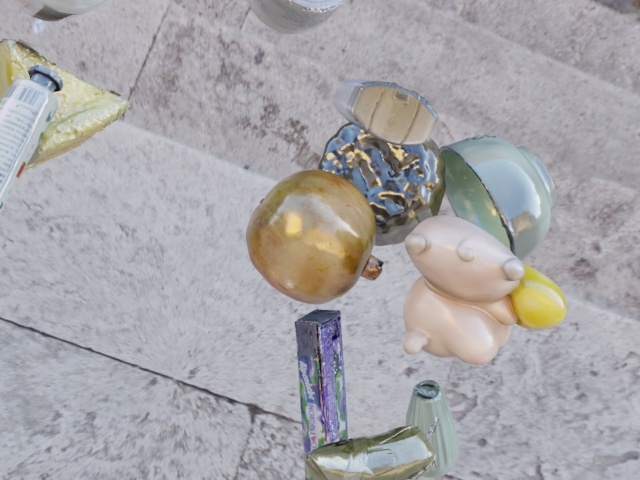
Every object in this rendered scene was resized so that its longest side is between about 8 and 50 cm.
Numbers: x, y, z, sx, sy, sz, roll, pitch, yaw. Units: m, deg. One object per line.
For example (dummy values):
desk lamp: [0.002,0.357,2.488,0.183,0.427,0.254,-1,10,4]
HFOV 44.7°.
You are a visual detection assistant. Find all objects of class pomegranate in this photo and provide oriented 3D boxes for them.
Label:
pomegranate: [0.000,0.000,1.469,0.270,0.252,0.229,35,117,-5]

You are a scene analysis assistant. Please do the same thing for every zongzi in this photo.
zongzi: [0.075,0.265,0.984,0.189,0.178,0.081,-24,55,-5]

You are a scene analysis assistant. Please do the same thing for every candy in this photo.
candy: [0.004,0.277,1.361,0.061,0.088,0.312,3,101,31]

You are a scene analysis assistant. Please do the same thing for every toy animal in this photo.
toy animal: [0.260,0.119,1.355,0.277,0.345,0.247,34,92,19]

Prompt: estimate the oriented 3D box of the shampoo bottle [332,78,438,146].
shampoo bottle: [0.063,-0.140,0.828,0.086,0.227,0.056,20,100,-8]

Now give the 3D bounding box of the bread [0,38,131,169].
bread: [-0.377,-0.204,1.077,0.169,0.140,0.160,-36,102,-35]

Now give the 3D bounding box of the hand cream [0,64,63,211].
hand cream: [-0.392,-0.092,0.936,0.095,0.059,0.276,17,66,11]

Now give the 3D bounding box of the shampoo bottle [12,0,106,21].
shampoo bottle: [-0.169,-0.191,0.524,0.074,0.192,0.074,-5,102,-27]

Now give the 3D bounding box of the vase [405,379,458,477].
vase: [0.251,0.429,1.787,0.128,0.128,0.248,-18,124,-13]

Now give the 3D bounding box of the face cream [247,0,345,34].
face cream: [-0.035,-0.466,1.365,0.177,0.153,0.177,0,90,-17]

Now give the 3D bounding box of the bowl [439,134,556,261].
bowl: [0.453,-0.116,1.920,0.185,0.354,0.354,-28,86,-4]

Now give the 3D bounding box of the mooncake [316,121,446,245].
mooncake: [0.136,-0.140,1.739,0.290,0.161,0.290,-3,80,17]
